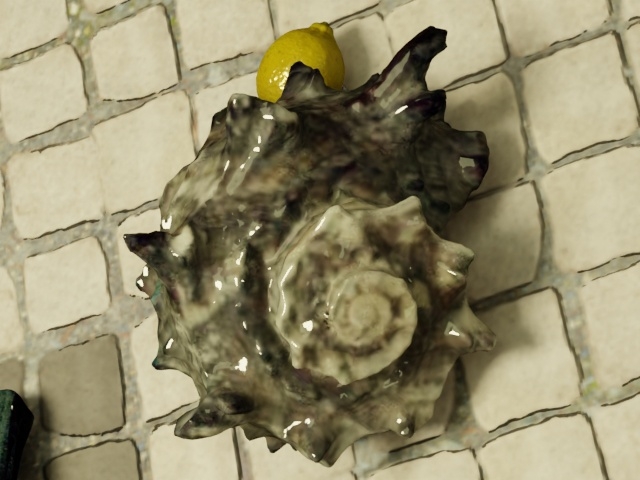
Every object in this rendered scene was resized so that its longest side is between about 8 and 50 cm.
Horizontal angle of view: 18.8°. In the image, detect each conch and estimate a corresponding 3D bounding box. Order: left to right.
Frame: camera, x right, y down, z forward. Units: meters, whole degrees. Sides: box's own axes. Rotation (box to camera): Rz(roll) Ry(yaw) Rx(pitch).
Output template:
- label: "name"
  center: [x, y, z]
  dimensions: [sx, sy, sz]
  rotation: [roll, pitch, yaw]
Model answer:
- label: "conch"
  center: [0.009, 0.007, 1.275]
  dimensions: [0.240, 0.186, 0.313]
  rotation: [18, 65, 7]

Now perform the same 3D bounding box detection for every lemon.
- label: "lemon"
  center: [-0.013, -0.120, 1.389]
  dimensions: [0.062, 0.062, 0.083]
  rotation: [19, 82, 31]

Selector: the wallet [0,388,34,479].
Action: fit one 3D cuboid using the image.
- label: "wallet"
  center: [-0.302, 0.274, 1.326]
  dimensions: [0.190, 0.046, 0.379]
  rotation: [-18, 42, 20]
